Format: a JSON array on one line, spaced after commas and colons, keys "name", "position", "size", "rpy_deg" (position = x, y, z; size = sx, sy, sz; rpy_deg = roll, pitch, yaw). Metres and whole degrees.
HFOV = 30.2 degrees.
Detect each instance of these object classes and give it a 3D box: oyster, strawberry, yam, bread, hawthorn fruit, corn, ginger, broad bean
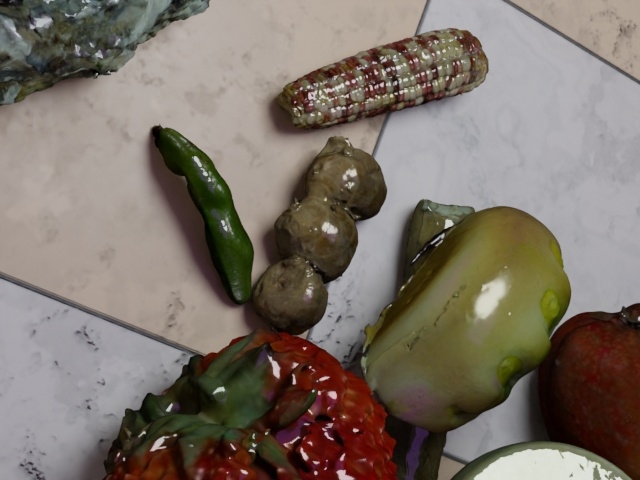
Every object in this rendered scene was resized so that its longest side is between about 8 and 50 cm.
[{"name": "oyster", "position": [-0.222, -0.223, 1.050], "size": [0.351, 0.158, 0.162], "rpy_deg": [-19, 131, -13]}, {"name": "strawberry", "position": [-0.049, 0.277, 1.051], "size": [0.351, 0.267, 0.312], "rpy_deg": [64, 34, -28]}, {"name": "yam", "position": [0.106, 0.140, 1.232], "size": [0.083, 0.083, 0.371], "rpy_deg": [11, 84, -26]}, {"name": "bread", "position": [0.156, 0.079, 1.131], "size": [0.158, 0.156, 0.260], "rpy_deg": [45, 74, -10]}, {"name": "hawthorn fruit", "position": [0.335, 0.194, 1.292], "size": [0.208, 0.208, 0.248], "rpy_deg": [-4, 108, -27]}, {"name": "corn", "position": [0.066, -0.165, 1.227], "size": [0.237, 0.079, 0.079], "rpy_deg": [-18, 96, -22]}, {"name": "ginger", "position": [0.000, 0.000, 1.180], "size": [0.104, 0.080, 0.204], "rpy_deg": [46, 66, -45]}, {"name": "broad bean", "position": [-0.103, -0.028, 1.139], "size": [0.046, 0.061, 0.195], "rpy_deg": [-32, 102, -22]}]

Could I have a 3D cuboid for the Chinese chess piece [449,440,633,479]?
[{"name": "Chinese chess piece", "position": [0.219, 0.322, 1.162], "size": [0.250, 0.101, 0.250], "rpy_deg": [3, 64, -6]}]
